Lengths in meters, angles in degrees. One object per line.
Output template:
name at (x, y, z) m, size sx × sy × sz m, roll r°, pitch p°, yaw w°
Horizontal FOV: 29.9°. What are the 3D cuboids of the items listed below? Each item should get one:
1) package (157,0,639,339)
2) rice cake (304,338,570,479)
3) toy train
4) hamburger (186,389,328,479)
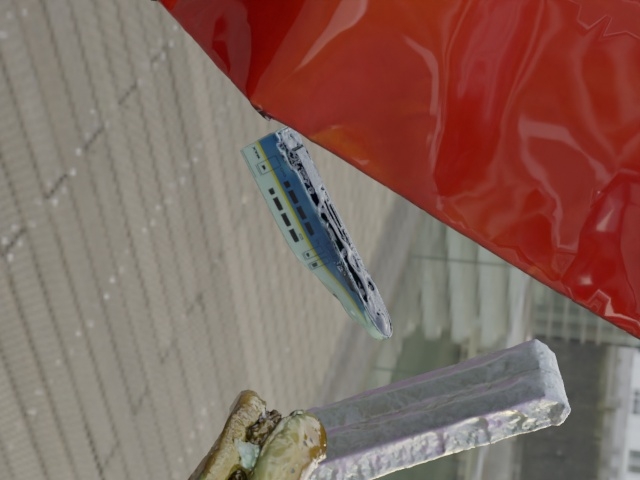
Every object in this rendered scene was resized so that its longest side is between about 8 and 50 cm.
package at (0.152, -0.051, 0.347) m, size 0.196 × 0.424 × 0.123 m, roll -59°, pitch 177°, yaw 20°
rice cake at (0.111, 0.186, 1.275) m, size 0.106 × 0.298 × 0.050 m, roll -91°, pitch 160°, yaw -58°
toy train at (0.000, 0.000, 1.183) m, size 0.233 × 0.051 × 0.052 m, roll 63°, pitch 26°, yaw -7°
hamburger at (-0.069, 0.239, 1.140) m, size 0.177 × 0.113 × 0.185 m, roll -56°, pitch -177°, yaw 23°
